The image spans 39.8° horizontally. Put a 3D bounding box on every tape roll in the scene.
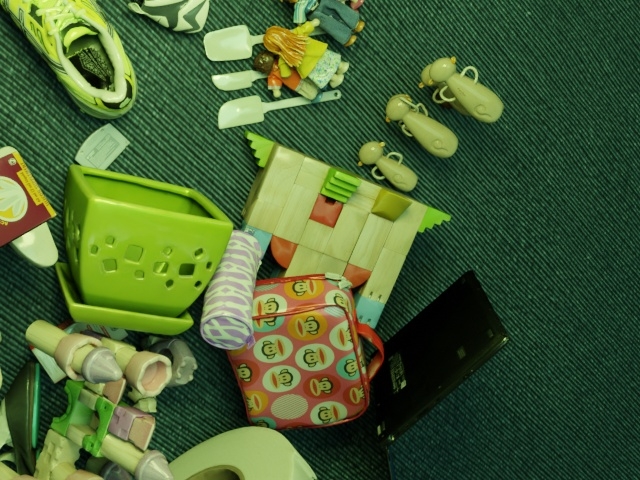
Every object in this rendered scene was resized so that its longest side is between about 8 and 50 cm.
[{"bbox_3d":[-0.188,0.461,1.410,0.392,0.392,0.072,-40,111,-15],"label":"tape roll"}]

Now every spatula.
[{"bbox_3d":[-0.079,-0.300,1.554,0.242,0.019,0.168,-15,103,-22],"label":"spatula"}]

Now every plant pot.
[{"bbox_3d":[-0.294,0.020,1.388,0.228,0.227,0.207,12,102,-26],"label":"plant pot"}]

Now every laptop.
[{"bbox_3d":[0.212,0.310,1.546,0.408,0.382,0.236,-43,100,10],"label":"laptop"}]

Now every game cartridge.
[{"bbox_3d":[-0.361,-0.150,1.447,0.083,0.017,0.056,-49,117,-11],"label":"game cartridge"}]

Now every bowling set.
[{"bbox_3d":[0.189,-0.247,1.628,0.154,0.199,0.287,35,124,-20],"label":"bowling set"}]

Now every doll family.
[{"bbox_3d":[-0.014,-0.367,1.504,0.163,0.118,0.262,25,84,-28],"label":"doll family"}]

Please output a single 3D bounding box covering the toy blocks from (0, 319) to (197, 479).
[{"bbox_3d":[-0.294,0.295,1.342,0.309,0.260,0.288,22,87,-55],"label":"toy blocks"}]

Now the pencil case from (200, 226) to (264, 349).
[{"bbox_3d":[-0.139,0.076,1.404,0.088,0.206,0.086,30,129,-23],"label":"pencil case"}]

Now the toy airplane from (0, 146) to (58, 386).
[{"bbox_3d":[-0.583,0.005,1.261,0.384,0.272,0.386,37,45,-35],"label":"toy airplane"}]

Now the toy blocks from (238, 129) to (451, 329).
[{"bbox_3d":[0.000,0.000,1.562,0.382,0.191,0.260,21,97,-16],"label":"toy blocks"}]

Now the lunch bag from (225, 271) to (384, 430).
[{"bbox_3d":[-0.021,0.195,1.517,0.258,0.120,0.293,-8,127,2],"label":"lunch bag"}]

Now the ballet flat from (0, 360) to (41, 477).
[{"bbox_3d":[-0.487,0.335,1.419,0.096,0.095,0.280,-5,99,-15],"label":"ballet flat"}]

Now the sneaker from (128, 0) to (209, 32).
[{"bbox_3d":[-0.250,-0.460,1.409,0.153,0.094,0.234,4,106,-34],"label":"sneaker"}]

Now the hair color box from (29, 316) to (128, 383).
[{"bbox_3d":[-0.399,0.164,1.459,0.141,0.043,0.072,-33,110,-16],"label":"hair color box"}]

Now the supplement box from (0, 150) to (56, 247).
[{"bbox_3d":[-0.453,-0.028,1.143,0.104,0.081,0.188,60,36,-10],"label":"supplement box"}]

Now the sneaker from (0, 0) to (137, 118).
[{"bbox_3d":[-0.395,-0.356,1.329,0.145,0.147,0.384,-42,111,-12],"label":"sneaker"}]
